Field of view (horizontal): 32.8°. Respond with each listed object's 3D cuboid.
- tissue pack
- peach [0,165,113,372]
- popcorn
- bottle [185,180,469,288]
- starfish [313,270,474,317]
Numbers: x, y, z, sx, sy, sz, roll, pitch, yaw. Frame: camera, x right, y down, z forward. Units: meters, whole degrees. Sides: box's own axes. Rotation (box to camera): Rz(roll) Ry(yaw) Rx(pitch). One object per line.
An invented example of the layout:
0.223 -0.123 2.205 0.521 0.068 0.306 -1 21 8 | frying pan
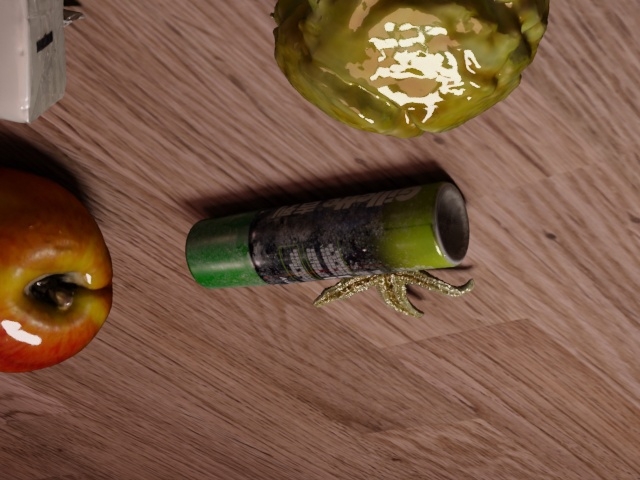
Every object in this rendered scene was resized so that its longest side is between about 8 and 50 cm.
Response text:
-0.346 -0.214 0.989 0.230 0.145 0.159 8 117 7 | tissue pack
-0.384 0.031 1.298 0.281 0.238 0.281 14 -178 0 | peach
0.069 -0.174 0.831 0.204 0.183 0.221 25 147 -30 | popcorn
0.000 0.000 1.229 0.330 0.093 0.093 -7 144 31 | bottle
0.084 0.055 1.327 0.208 0.053 0.176 -1 148 28 | starfish
